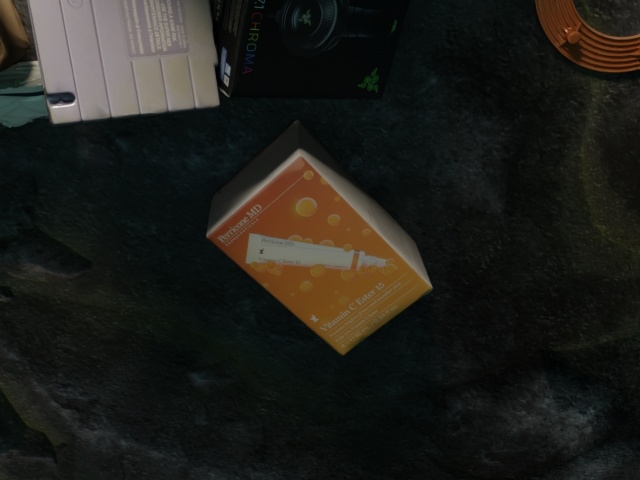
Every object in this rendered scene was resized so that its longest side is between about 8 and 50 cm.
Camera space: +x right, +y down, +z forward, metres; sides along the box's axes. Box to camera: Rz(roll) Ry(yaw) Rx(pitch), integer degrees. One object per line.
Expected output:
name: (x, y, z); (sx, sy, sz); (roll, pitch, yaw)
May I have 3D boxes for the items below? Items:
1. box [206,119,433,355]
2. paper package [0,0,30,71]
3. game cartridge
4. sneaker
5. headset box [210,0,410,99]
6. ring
box: (0.000, 0.000, 1.201); (0.215, 0.168, 0.345); (-39, 115, 17)
paper package: (-0.619, -0.353, 0.936); (0.324, 0.168, 0.310); (-13, 111, 2)
game cartridge: (-0.260, -0.336, 0.873); (0.230, 0.068, 0.355); (-12, 102, -27)
sneaker: (-0.526, -0.223, 1.087); (0.234, 0.090, 0.095); (1, 141, 2)
headset box: (-0.009, -0.338, 0.976); (0.282, 0.131, 0.247); (-6, 127, -32)
ring: (0.507, -0.431, 1.079); (0.336, 0.032, 0.337); (-2, 120, -3)
